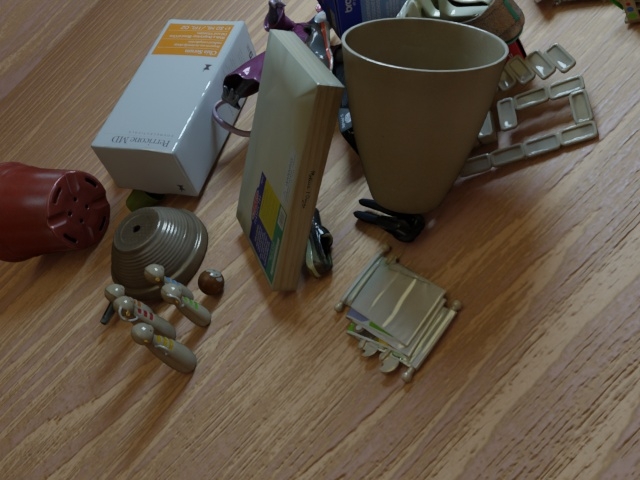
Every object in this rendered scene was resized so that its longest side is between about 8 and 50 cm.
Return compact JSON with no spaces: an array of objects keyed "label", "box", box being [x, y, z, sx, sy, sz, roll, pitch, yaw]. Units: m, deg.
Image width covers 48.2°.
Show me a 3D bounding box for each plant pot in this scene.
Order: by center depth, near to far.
[{"label":"plant pot","box":[0.157,-0.192,1.172,0.256,0.274,0.257,1,33,-1]},{"label":"plant pot","box":[-0.376,0.006,1.571,0.237,0.110,0.238,-15,49,18]},{"label":"plant pot","box":[-0.445,-0.107,1.792,0.079,0.083,0.083,-41,38,24]},{"label":"plant pot","box":[-0.714,-0.076,1.863,0.264,0.272,0.273,0,56,31]}]

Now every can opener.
[{"label":"can opener","box":[0.118,-0.044,1.264,0.059,0.073,0.186,-56,31,-1]}]

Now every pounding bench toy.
[{"label":"pounding bench toy","box":[0.527,-0.407,1.217,0.083,0.065,0.052,3,60,42]}]

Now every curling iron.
[{"label":"curling iron","box":[-0.439,0.076,1.653,0.068,0.035,0.274,-12,48,39]}]

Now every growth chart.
[{"label":"growth chart","box":[0.115,0.113,1.156,0.172,0.021,0.237,-48,40,-3]}]

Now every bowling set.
[{"label":"bowling set","box":[-0.306,0.107,1.418,0.200,0.154,0.287,-52,40,-9]}]

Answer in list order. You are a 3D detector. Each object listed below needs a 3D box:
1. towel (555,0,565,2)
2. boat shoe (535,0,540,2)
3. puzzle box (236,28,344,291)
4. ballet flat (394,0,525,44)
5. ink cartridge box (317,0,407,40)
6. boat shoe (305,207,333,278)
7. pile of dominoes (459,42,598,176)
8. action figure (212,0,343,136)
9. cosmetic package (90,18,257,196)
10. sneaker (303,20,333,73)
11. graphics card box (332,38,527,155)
[{"label":"towel","box":[0.619,-0.559,1.293,0.324,0.056,0.312,8,59,47]},{"label":"boat shoe","box":[0.442,-0.586,1.423,0.102,0.108,0.301,-21,38,29]},{"label":"puzzle box","box":[-0.070,-0.146,1.318,0.272,0.052,0.409,-122,38,-49]},{"label":"ballet flat","box":[0.224,-0.418,1.309,0.315,0.106,0.108,11,65,45]},{"label":"ink cartridge box","box":[0.129,-0.571,1.522,0.395,0.151,0.270,-16,42,-3]},{"label":"boat shoe","box":[0.000,0.000,1.332,0.049,0.056,0.152,-20,55,20]},{"label":"pile of dominoes","box":[0.333,-0.220,1.232,0.251,0.040,0.196,-15,67,27]},{"label":"action figure","box":[-0.051,-0.410,1.665,0.370,0.248,0.276,-59,5,-33]},{"label":"cosmetic package","box":[-0.341,-0.338,1.763,0.229,0.162,0.454,7,57,19]},{"label":"sneaker","box":[-0.010,-0.391,1.518,0.064,0.061,0.158,-2,70,-10]},{"label":"graphics card box","box":[0.203,-0.340,1.415,0.370,0.094,0.233,-26,43,20]}]
